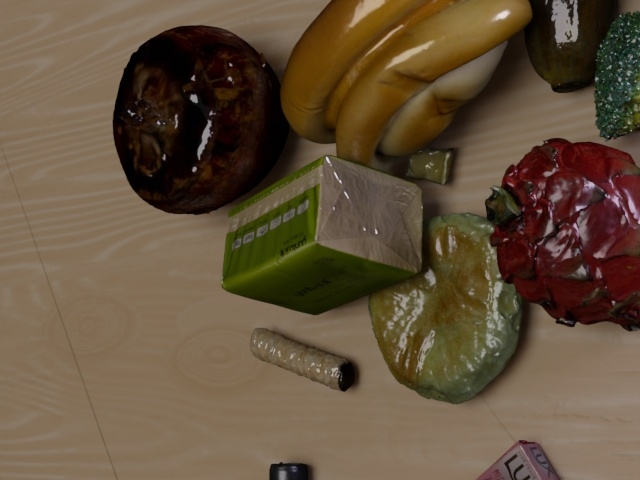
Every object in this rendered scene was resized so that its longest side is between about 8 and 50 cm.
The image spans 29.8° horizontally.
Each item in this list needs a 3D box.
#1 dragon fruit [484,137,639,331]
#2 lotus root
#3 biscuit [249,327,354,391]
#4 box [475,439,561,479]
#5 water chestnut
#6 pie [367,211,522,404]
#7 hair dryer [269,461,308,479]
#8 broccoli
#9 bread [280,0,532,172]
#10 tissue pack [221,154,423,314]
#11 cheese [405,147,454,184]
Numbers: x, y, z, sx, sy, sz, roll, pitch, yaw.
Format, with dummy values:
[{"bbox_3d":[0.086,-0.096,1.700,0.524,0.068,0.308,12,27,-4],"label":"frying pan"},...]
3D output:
[{"bbox_3d":[0.359,-0.003,1.640,0.244,0.244,0.299,-25,111,35],"label":"dragon fruit"},{"bbox_3d":[0.361,-0.338,1.736,0.124,0.123,0.241,-3,80,49],"label":"lotus root"},{"bbox_3d":[-0.030,0.201,2.047,0.219,0.055,0.061,15,112,39],"label":"biscuit"},{"bbox_3d":[0.305,0.385,1.755,0.111,0.060,0.156,-46,60,25],"label":"box"},{"bbox_3d":[-0.232,-0.215,2.092,0.350,0.302,0.350,-1,89,42],"label":"water chestnut"},{"bbox_3d":[0.194,0.104,1.864,0.306,0.071,0.306,-7,79,42],"label":"pie"},{"bbox_3d":[0.024,0.431,1.988,0.255,0.070,0.128,-7,81,31],"label":"hair dryer"},{"bbox_3d":[0.468,-0.226,1.628,0.194,0.220,0.194,-1,62,3],"label":"broccoli"},{"bbox_3d":[0.132,-0.283,1.838,0.245,0.329,0.424,45,127,3],"label":"bread"},{"bbox_3d":[0.000,0.000,1.894,0.274,0.200,0.167,-28,52,50],"label":"tissue pack"},{"bbox_3d":[0.178,-0.121,1.919,0.084,0.041,0.060,10,99,37],"label":"cheese"}]
